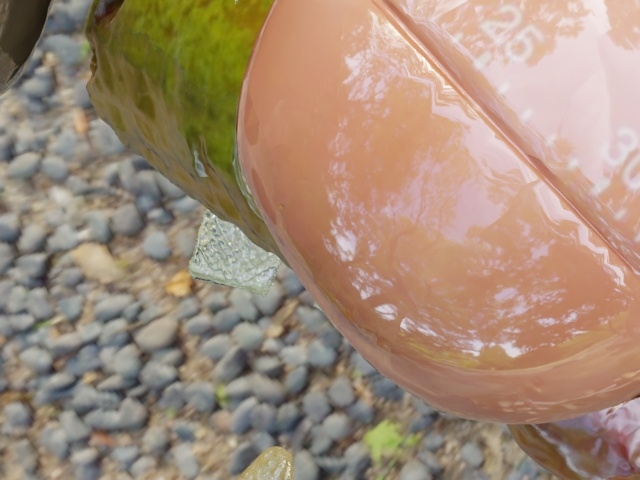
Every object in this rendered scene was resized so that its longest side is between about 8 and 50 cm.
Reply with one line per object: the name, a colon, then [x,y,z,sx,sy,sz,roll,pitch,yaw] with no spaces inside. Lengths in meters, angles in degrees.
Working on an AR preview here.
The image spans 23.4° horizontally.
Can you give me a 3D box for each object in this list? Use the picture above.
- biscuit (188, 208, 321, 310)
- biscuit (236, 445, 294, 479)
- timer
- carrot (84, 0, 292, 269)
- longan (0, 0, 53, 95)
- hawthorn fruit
biscuit: [0.000,0.000,1.547,0.250,0.046,0.147,17,78,-3]
biscuit: [-0.080,0.297,1.767,0.018,0.071,0.147,30,106,-38]
timer: [0.088,-0.047,0.623,0.215,0.229,0.230,-38,89,10]
carrot: [0.010,-0.105,1.001,0.340,0.241,0.242,30,112,43]
longan: [-0.254,-0.194,0.838,0.297,0.297,0.297,4,103,17]
hawthorn fruit: [0.317,0.179,1.684,0.248,0.208,0.208,48,112,26]
